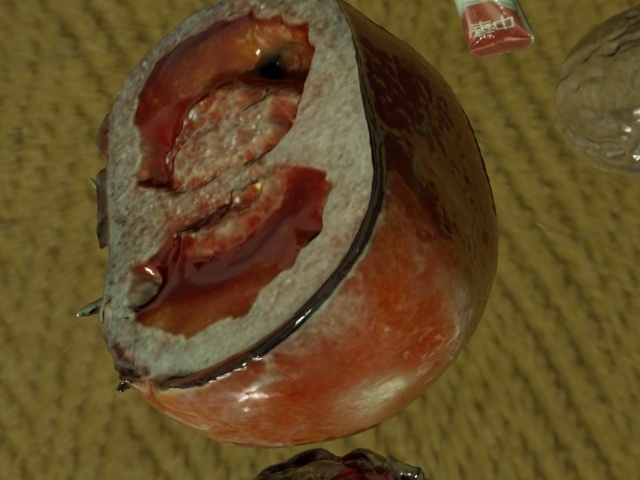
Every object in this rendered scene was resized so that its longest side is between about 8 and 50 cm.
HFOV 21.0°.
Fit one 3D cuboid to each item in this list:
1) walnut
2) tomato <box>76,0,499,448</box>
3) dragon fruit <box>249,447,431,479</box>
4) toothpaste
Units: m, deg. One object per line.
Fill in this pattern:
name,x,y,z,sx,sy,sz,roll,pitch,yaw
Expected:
walnut,0.306,-0.130,1.504,0.230,0.178,0.178,-15,95,35
tomato,0.000,0.000,0.813,0.180,0.214,0.155,-28,137,33
dragon fruit,0.025,0.340,1.540,0.329,0.329,0.329,0,95,1
toothpaste,0.110,-0.260,1.410,0.062,0.039,0.239,-10,116,33
